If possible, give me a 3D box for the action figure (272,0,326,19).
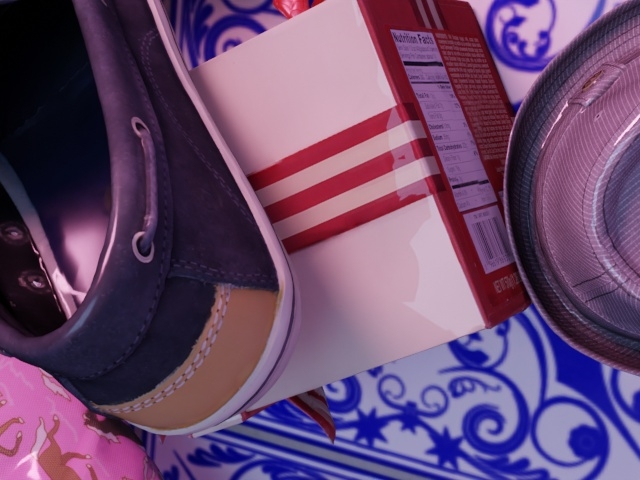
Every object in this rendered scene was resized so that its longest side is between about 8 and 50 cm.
[{"bbox_3d":[0.095,-0.244,0.853,0.139,0.091,0.280,40,116,20],"label":"action figure"}]

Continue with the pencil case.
[{"bbox_3d":[-0.266,0.154,1.012,0.160,0.167,0.386,-45,76,17],"label":"pencil case"}]

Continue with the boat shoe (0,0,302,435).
[{"bbox_3d":[-0.187,-0.103,0.740,0.187,0.156,0.500,-44,58,16],"label":"boat shoe"}]

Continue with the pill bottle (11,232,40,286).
[{"bbox_3d":[-0.198,-0.015,0.999,0.162,0.162,0.278,-36,84,27],"label":"pill bottle"}]

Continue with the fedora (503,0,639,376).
[{"bbox_3d":[0.243,-0.043,0.741,0.275,0.124,0.244,-34,86,-1],"label":"fedora"}]

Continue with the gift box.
[{"bbox_3d":[0.000,0.000,0.856,0.258,0.255,0.276,-21,83,27],"label":"gift box"}]
